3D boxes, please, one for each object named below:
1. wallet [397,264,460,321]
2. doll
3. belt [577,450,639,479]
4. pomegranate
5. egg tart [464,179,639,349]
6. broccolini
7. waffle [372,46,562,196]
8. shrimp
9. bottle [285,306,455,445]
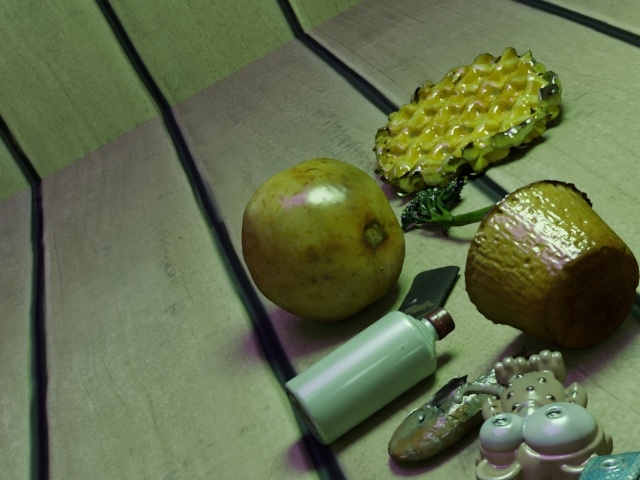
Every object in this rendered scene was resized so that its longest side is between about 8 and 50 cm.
[{"bbox_3d":[0.157,0.092,1.930,0.082,0.018,0.157,-13,27,35],"label":"wallet"},{"bbox_3d":[0.239,0.212,1.440,0.154,0.119,0.278,-15,21,3],"label":"doll"},{"bbox_3d":[0.294,0.274,1.204,0.082,0.147,0.163,-11,56,30],"label":"belt"},{"bbox_3d":[0.000,0.000,2.004,0.260,0.260,0.260,-24,22,11],"label":"pomegranate"},{"bbox_3d":[0.305,0.040,1.647,0.215,0.215,0.171,-33,38,-12],"label":"egg tart"},{"bbox_3d":[0.240,-0.061,2.108,0.123,0.062,0.271,-53,23,-18],"label":"broccolini"},{"bbox_3d":[0.270,-0.221,2.389,0.379,0.095,0.382,-25,25,10],"label":"waffle"},{"bbox_3d":[0.175,0.207,1.627,0.223,0.047,0.126,-35,13,-13],"label":"shrimp"},{"bbox_3d":[0.077,0.171,1.737,0.245,0.104,0.104,-33,22,-11],"label":"bottle"}]
